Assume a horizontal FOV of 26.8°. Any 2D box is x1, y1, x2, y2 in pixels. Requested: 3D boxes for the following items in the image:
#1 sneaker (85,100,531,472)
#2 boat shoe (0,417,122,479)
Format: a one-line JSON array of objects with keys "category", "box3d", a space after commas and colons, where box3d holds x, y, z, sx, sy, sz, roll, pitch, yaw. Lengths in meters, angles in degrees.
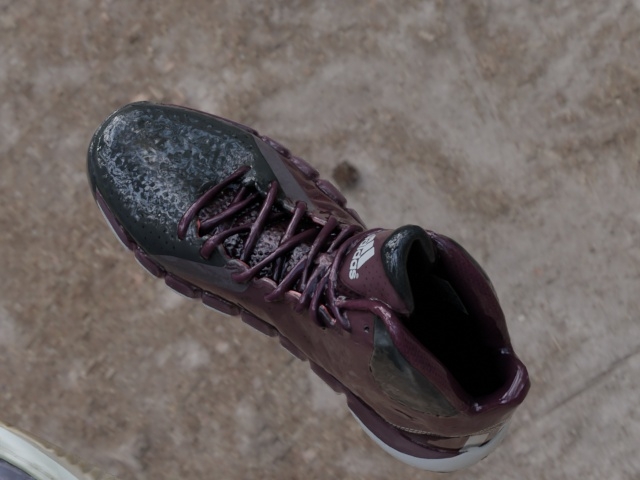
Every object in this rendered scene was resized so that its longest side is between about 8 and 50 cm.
[{"category": "sneaker", "box3d": [0.000, 0.000, 0.688, 0.281, 0.162, 0.106, 37, 72, 4]}, {"category": "boat shoe", "box3d": [-0.147, 0.161, 0.698, 0.285, 0.103, 0.092, 22, 65, 16]}]
